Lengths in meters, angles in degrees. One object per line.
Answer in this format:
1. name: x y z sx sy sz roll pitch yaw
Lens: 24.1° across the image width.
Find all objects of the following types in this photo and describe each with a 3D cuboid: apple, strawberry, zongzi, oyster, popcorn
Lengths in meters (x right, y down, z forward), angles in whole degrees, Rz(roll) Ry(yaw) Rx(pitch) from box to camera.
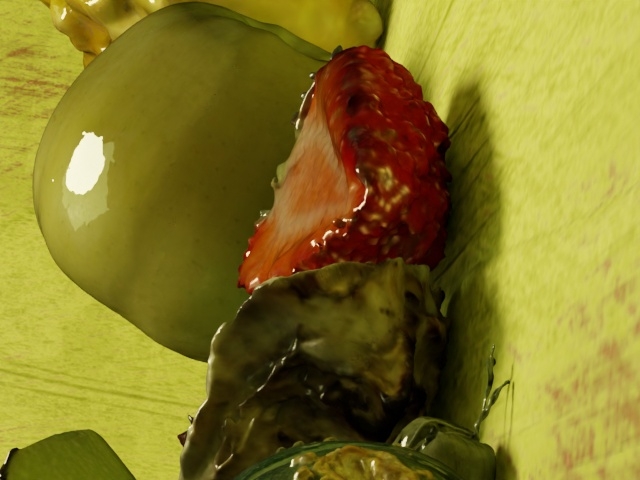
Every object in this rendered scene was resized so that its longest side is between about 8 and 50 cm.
1. apple: -0.076 -0.043 1.070 0.262 0.262 0.262 -172 90 -85
2. strawberry: 0.033 -0.036 0.846 0.228 0.098 0.174 149 140 -73
3. zongzi: 0.024 0.116 0.683 0.130 0.062 0.154 9 90 57
4. oyster: -0.001 0.173 0.820 0.204 0.111 0.396 -17 -50 -52
5. popcorn: -0.097 -0.187 1.352 0.316 0.297 0.281 -23 36 46

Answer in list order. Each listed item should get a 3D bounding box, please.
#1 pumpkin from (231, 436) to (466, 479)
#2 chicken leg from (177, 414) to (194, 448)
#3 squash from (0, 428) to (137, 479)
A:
1. pumpkin: 0.007 0.160 0.529 0.190 0.146 0.190 -35 48 51
2. chicken leg: -0.056 0.180 1.008 0.063 0.105 0.234 -56 9 15
3. squash: -0.058 0.229 0.664 0.137 0.287 0.137 -38 -23 -19
